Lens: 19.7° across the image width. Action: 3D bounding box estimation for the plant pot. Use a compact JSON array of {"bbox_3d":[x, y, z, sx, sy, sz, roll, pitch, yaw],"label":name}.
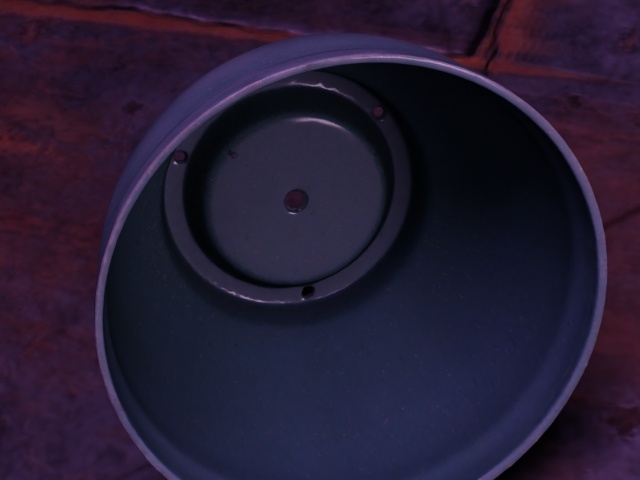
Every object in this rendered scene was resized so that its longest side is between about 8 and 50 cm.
[{"bbox_3d":[0.000,0.000,1.112,0.293,0.293,0.196,-22,26,-4],"label":"plant pot"}]
